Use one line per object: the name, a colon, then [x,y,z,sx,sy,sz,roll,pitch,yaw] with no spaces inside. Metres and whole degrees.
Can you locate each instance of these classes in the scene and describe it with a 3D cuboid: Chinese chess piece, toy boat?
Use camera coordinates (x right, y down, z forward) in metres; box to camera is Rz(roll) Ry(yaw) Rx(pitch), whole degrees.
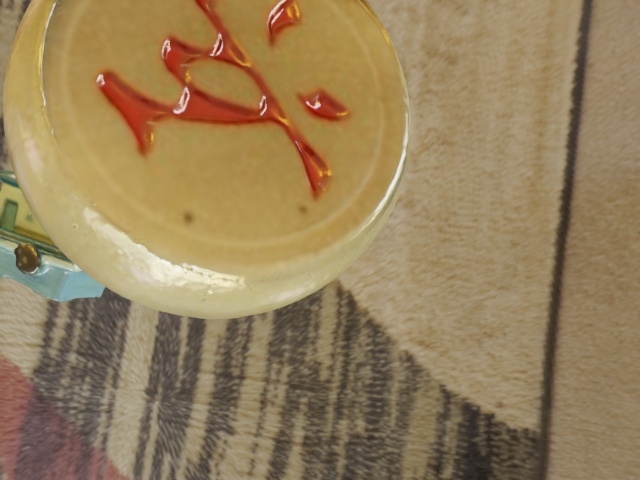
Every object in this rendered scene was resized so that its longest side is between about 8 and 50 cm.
Chinese chess piece: [-0.066,-0.076,0.721,0.250,0.103,0.249,8,71,-22]
toy boat: [-0.272,-0.032,0.981,0.238,0.109,0.098,20,97,23]

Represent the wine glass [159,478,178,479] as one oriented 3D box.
wine glass: [-0.186,0.354,1.242,0.122,0.122,0.183,43,96,0]
